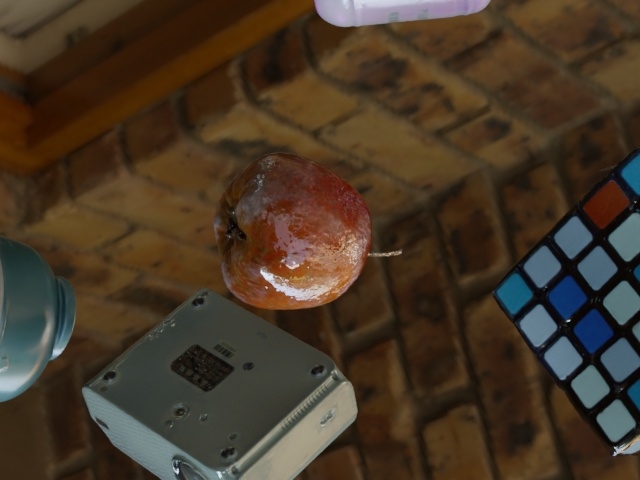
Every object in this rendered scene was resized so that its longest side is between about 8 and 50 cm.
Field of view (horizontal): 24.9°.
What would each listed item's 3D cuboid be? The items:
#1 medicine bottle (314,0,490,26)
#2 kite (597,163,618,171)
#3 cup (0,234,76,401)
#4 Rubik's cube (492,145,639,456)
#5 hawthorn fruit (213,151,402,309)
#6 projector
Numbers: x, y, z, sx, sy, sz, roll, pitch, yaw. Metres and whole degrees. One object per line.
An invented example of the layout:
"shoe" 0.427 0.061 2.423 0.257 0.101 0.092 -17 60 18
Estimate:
"medicine bottle" 0.143 -0.372 1.576 0.256 0.325 0.256 -7 -90 -87
"kite" 0.459 -0.116 2.201 0.044 0.078 0.002 -164 56 -79
"cup" -0.480 0.094 1.780 0.258 0.290 0.219 14 -116 -39
"Rubik's cube" 0.287 0.054 1.188 0.182 0.187 0.184 9 -138 -53
"hawthorn fruit" -0.033 -0.013 2.110 0.235 0.263 0.231 -76 -21 -60
"projector" -0.116 0.182 1.640 0.198 0.250 0.108 -40 -40 -28
